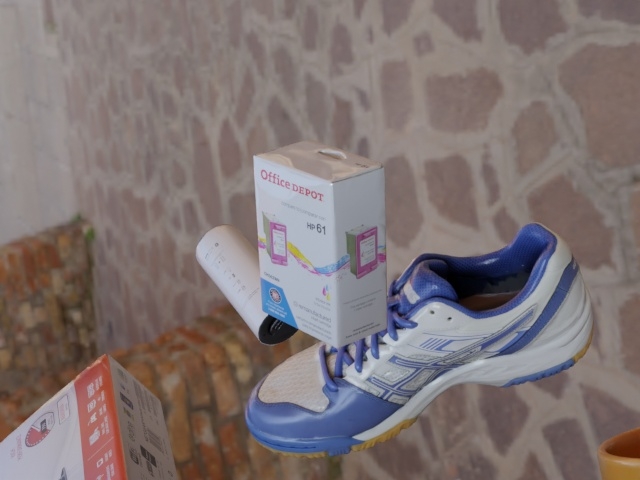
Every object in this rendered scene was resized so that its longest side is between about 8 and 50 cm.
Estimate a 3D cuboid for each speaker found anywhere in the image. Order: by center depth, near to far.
[{"bbox_3d":[-0.072,0.044,1.156,0.136,0.055,0.055,47,140,39],"label":"speaker"}]

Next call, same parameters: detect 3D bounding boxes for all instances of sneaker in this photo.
[{"bbox_3d":[0.068,0.070,0.923,0.112,0.296,0.131,-114,2,-49],"label":"sneaker"}]

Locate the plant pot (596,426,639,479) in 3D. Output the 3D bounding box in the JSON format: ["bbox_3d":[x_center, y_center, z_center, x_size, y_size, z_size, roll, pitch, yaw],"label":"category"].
[{"bbox_3d":[0.296,0.209,0.729,0.205,0.205,0.187,161,99,-66],"label":"plant pot"}]

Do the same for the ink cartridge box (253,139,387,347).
[{"bbox_3d":[0.000,0.000,0.801,0.088,0.052,0.122,22,120,46],"label":"ink cartridge box"}]

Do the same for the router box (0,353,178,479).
[{"bbox_3d":[-0.255,0.293,0.994,0.082,0.301,0.335,47,-176,-27],"label":"router box"}]
